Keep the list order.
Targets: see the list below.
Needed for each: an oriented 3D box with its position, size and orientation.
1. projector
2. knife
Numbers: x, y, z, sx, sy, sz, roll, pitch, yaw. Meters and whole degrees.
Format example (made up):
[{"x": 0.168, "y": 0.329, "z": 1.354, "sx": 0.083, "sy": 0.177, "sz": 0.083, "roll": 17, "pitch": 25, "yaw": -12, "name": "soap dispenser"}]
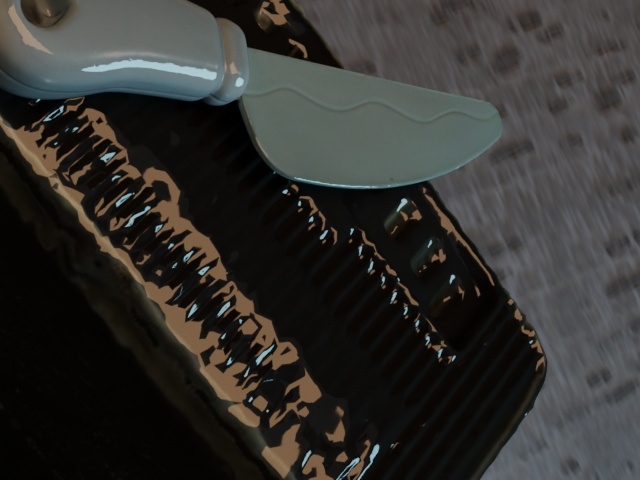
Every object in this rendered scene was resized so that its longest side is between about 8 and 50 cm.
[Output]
[{"x": -0.139, "y": 0.044, "z": 0.886, "sx": 0.395, "sy": 0.405, "sz": 0.242, "roll": 54, "pitch": 50, "yaw": -10, "name": "projector"}, {"x": -0.023, "y": -0.070, "z": 0.731, "sx": 0.331, "sy": 0.044, "sz": 0.080, "roll": 13, "pitch": 64, "yaw": -37, "name": "knife"}]
